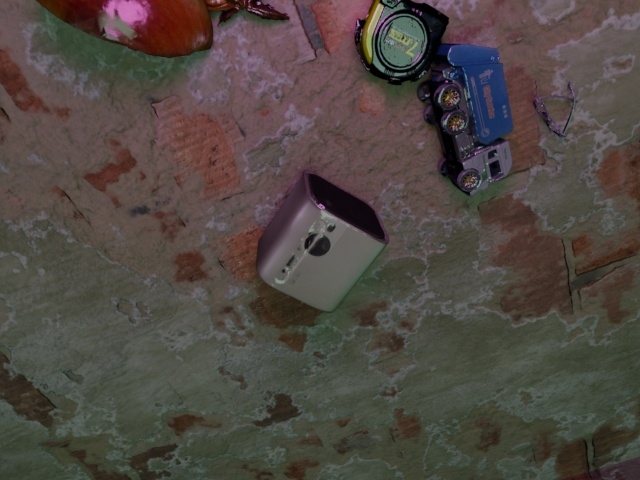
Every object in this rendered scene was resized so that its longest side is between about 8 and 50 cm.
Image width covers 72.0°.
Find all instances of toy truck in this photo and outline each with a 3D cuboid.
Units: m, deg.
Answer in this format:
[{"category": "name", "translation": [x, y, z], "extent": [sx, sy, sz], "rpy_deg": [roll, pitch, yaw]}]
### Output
[{"category": "toy truck", "translation": [0.359, -0.301, 1.087], "extent": [0.175, 0.146, 0.367], "rpy_deg": [-22, 118, 2]}]

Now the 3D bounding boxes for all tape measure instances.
[{"category": "tape measure", "translation": [0.170, -0.459, 1.007], "extent": [0.199, 0.112, 0.186], "rpy_deg": [23, 107, -10]}]

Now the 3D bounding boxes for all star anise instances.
[{"category": "star anise", "translation": [-0.178, -0.553, 0.957], "extent": [0.212, 0.053, 0.157], "rpy_deg": [-3, 122, 1]}]

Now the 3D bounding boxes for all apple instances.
[{"category": "apple", "translation": [-0.396, -0.498, 0.901], "extent": [0.346, 0.179, 0.254], "rpy_deg": [22, 83, -11]}]

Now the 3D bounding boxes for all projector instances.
[{"category": "projector", "translation": [0.000, 0.000, 1.156], "extent": [0.248, 0.248, 0.249], "rpy_deg": [29, 112, -19]}]

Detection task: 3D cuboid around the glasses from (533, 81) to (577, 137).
[{"category": "glasses", "translation": [0.624, -0.346, 1.132], "extent": [0.104, 0.062, 0.140], "rpy_deg": [-40, 115, 14]}]
